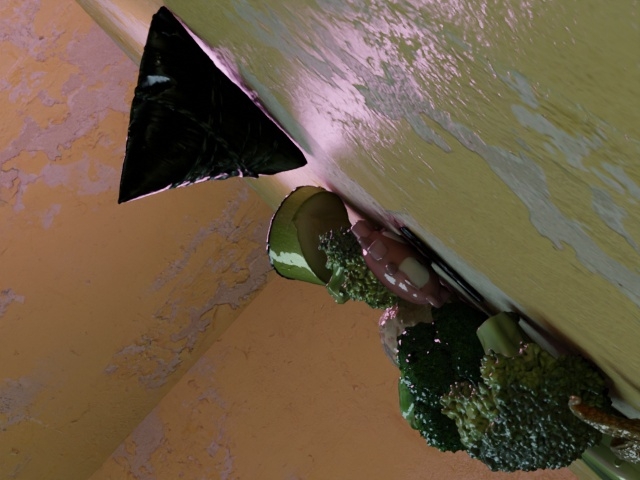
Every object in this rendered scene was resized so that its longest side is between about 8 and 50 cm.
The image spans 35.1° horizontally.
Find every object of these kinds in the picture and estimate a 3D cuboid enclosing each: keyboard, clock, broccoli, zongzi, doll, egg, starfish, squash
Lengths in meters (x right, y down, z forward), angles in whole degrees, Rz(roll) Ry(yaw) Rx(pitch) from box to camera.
[{"bbox_3d":[0.217,0.043,1.836,0.198,0.010,0.063,43,179,1],"label":"keyboard"},{"bbox_3d":[0.557,0.409,1.788,0.308,0.096,0.235,46,174,-39],"label":"clock"},{"bbox_3d":[0.324,0.258,1.610,0.260,0.235,0.288,41,140,7],"label":"broccoli"},{"bbox_3d":[-0.260,-0.176,1.905,0.319,0.362,0.383,7,157,26],"label":"zongzi"},{"bbox_3d":[0.144,0.043,1.878,0.211,0.093,0.262,31,-166,-39],"label":"doll"},{"bbox_3d":[0.235,0.208,2.165,0.233,0.195,0.195,31,177,-3],"label":"egg"},{"bbox_3d":[0.504,0.326,1.397,0.375,0.094,0.327,35,-175,13],"label":"starfish"},{"bbox_3d":[-0.005,-0.012,2.164,0.133,0.220,0.220,9,153,42],"label":"squash"},{"bbox_3d":[0.260,0.269,1.876,0.308,0.308,0.275,42,140,8],"label":"broccoli"},{"bbox_3d":[0.092,0.057,2.079,0.198,0.176,0.226,56,160,23],"label":"broccoli"}]

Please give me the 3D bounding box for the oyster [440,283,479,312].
[{"bbox_3d":[0.271,0.142,2.017,0.133,0.072,0.209,23,-147,-58],"label":"oyster"}]
